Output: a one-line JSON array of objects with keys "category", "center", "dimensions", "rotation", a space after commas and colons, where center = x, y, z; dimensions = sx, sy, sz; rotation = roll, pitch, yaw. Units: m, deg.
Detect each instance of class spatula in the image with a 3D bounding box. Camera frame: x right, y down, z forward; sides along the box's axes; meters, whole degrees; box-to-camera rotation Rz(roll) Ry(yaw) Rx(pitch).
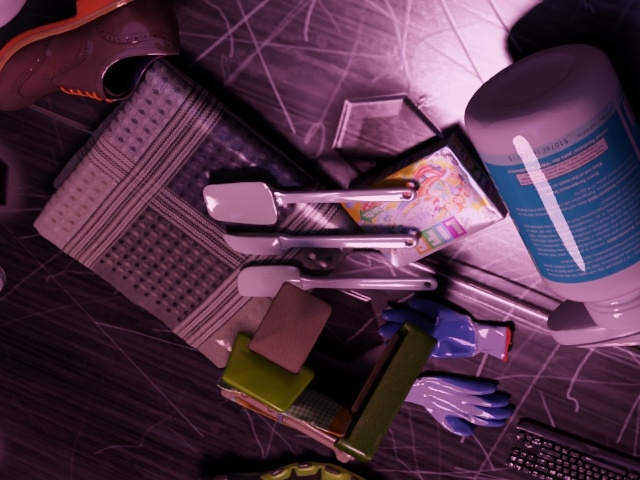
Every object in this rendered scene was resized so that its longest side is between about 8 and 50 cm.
[{"category": "spatula", "center": [0.000, 0.000, 1.426], "dimensions": [0.242, 0.019, 0.168], "rotation": [0, 125, 21]}]

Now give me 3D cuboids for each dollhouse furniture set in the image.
[{"category": "dollhouse furniture set", "center": [-0.002, 0.151, 1.533], "dimensions": [0.197, 0.151, 0.301], "rotation": [29, 169, 3]}]

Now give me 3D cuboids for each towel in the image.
[{"category": "towel", "center": [-0.146, -0.023, 1.513], "dimensions": [0.312, 0.056, 0.324], "rotation": [38, 130, -11]}]

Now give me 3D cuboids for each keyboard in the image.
[{"category": "keyboard", "center": [0.309, 0.284, 1.553], "dimensions": [0.180, 0.023, 0.108], "rotation": [20, 131, 11]}]

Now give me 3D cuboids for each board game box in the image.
[{"category": "board game box", "center": [0.110, -0.039, 1.388], "dimensions": [0.154, 0.026, 0.103], "rotation": [-28, 111, 37]}]

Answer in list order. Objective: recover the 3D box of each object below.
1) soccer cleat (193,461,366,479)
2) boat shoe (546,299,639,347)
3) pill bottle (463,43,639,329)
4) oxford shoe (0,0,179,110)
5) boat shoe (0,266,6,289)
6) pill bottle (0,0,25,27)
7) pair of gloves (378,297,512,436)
[{"category": "soccer cleat", "center": [-0.044, 0.354, 1.744], "dimensions": [0.289, 0.093, 0.121], "rotation": [-6, 153, 23]}, {"category": "boat shoe", "center": [0.366, 0.076, 1.323], "dimensions": [0.267, 0.096, 0.088], "rotation": [-19, 111, 25]}, {"category": "pill bottle", "center": [0.252, -0.043, 1.240], "dimensions": [0.146, 0.146, 0.264], "rotation": [-14, 118, 32]}, {"category": "oxford shoe", "center": [-0.259, -0.184, 1.378], "dimensions": [0.271, 0.097, 0.098], "rotation": [-24, 84, 37]}, {"category": "boat shoe", "center": [-0.527, 0.041, 1.713], "dimensions": [0.219, 0.070, 0.078], "rotation": [11, 129, 17]}, {"category": "pill bottle", "center": [-0.424, -0.289, 1.315], "dimensions": [0.363, 0.210, 0.210], "rotation": [-13, 119, 32]}, {"category": "pair of gloves", "center": [0.147, 0.153, 1.525], "dimensions": [0.159, 0.023, 0.198], "rotation": [9, 128, 18]}]
